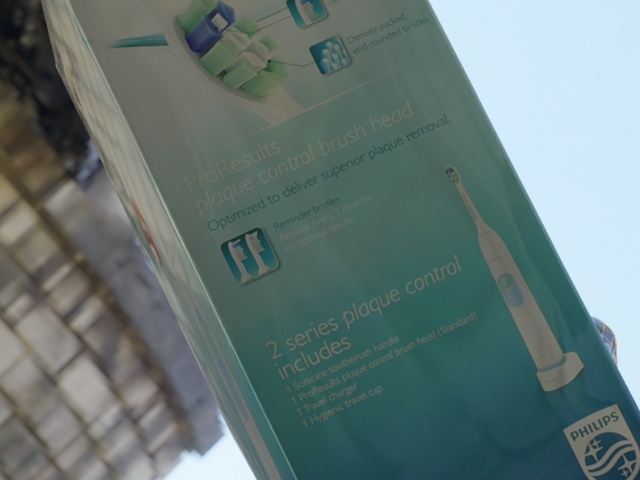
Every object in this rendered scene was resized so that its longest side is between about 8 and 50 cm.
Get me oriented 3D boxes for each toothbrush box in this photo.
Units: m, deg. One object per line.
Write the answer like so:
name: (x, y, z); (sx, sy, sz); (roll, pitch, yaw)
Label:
toothbrush box: (0.000, 0.000, 0.790); (0.216, 0.126, 0.295); (110, -45, -79)

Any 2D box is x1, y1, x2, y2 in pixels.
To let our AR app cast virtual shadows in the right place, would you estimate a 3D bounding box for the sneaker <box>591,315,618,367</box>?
sneaker: (0.112, 0.127, 1.002); (0.090, 0.094, 0.235); (17, -29, 3)
